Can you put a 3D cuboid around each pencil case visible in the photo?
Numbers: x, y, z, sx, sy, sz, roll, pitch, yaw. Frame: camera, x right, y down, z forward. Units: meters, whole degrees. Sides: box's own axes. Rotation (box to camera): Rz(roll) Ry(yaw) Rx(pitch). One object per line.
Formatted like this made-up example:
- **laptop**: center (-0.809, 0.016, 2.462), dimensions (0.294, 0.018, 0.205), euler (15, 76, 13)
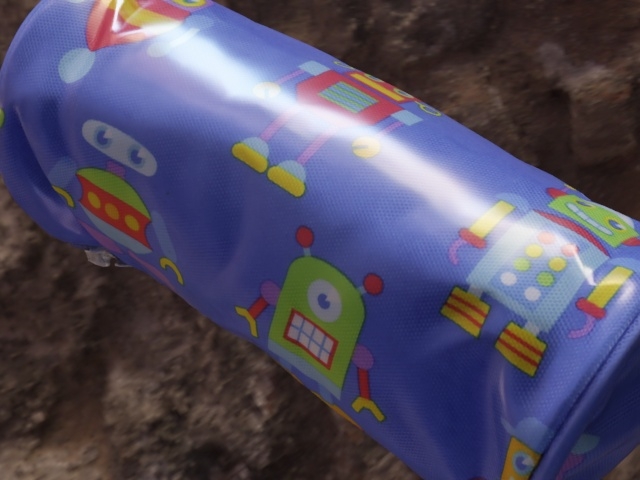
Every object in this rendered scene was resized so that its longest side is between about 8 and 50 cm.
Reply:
- **pencil case**: center (0.000, 0.000, 0.573), dimensions (0.306, 0.119, 0.133), euler (30, -61, 28)
